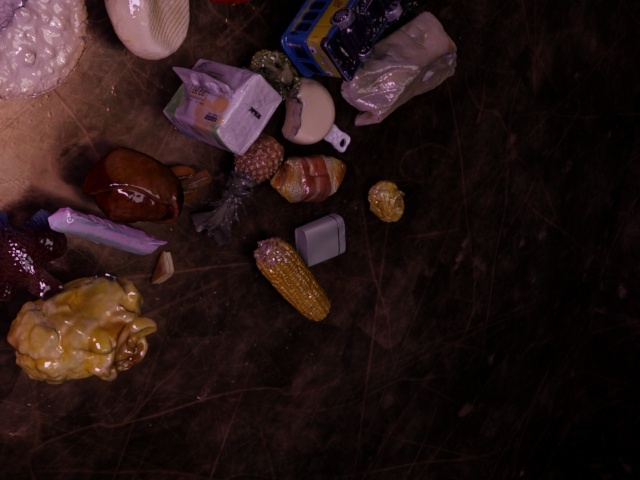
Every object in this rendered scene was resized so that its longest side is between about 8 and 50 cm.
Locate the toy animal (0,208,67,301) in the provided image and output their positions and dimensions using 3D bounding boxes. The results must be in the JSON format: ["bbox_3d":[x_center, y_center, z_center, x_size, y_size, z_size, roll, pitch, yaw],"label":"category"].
[{"bbox_3d":[-0.579,0.037,1.481,0.218,0.179,0.116,-42,157,-23],"label":"toy animal"}]

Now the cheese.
[{"bbox_3d":[-0.001,-0.315,1.929,0.249,0.071,0.163,4,105,-43],"label":"cheese"}]

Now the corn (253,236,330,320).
[{"bbox_3d":[-0.073,0.102,2.019,0.115,0.115,0.317,-49,134,-15],"label":"corn"}]

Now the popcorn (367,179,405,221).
[{"bbox_3d":[0.192,-0.114,2.167,0.120,0.116,0.106,50,56,1],"label":"popcorn"}]

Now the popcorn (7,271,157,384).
[{"bbox_3d":[-0.484,0.182,1.578,0.286,0.252,0.215,-36,132,-39],"label":"popcorn"}]

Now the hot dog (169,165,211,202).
[{"bbox_3d":[-0.315,-0.123,1.734,0.140,0.060,0.089,-15,121,-40],"label":"hot dog"}]

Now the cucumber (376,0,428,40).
[{"bbox_3d":[0.169,-0.575,1.972,0.303,0.072,0.081,-41,131,-22],"label":"cucumber"}]

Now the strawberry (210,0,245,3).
[{"bbox_3d":[-0.154,-0.614,1.543,0.258,0.261,0.261,-14,117,-33],"label":"strawberry"}]

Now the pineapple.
[{"bbox_3d":[-0.197,-0.125,1.810,0.277,0.130,0.119,-60,164,-8],"label":"pineapple"}]

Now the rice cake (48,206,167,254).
[{"bbox_3d":[-0.438,-0.021,1.611,0.290,0.081,0.051,23,56,-59],"label":"rice cake"}]

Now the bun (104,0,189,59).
[{"bbox_3d":[-0.353,-0.470,1.516,0.222,0.128,0.222,3,90,-69],"label":"bun"}]

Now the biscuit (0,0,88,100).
[{"bbox_3d":[-0.519,-0.382,1.419,0.179,0.084,0.281,32,84,-45],"label":"biscuit"}]

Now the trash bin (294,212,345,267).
[{"bbox_3d":[0.000,0.000,2.074,0.130,0.059,0.116,-23,121,-32],"label":"trash bin"}]

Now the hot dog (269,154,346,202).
[{"bbox_3d":[-0.041,-0.155,1.939,0.262,0.093,0.123,-5,79,-45],"label":"hot dog"}]

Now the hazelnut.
[{"bbox_3d":[-0.381,-0.102,1.598,0.202,0.170,0.160,37,82,-17],"label":"hazelnut"}]

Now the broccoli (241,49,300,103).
[{"bbox_3d":[-0.109,-0.377,1.770,0.130,0.120,0.131,-37,120,-28],"label":"broccoli"}]

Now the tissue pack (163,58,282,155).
[{"bbox_3d":[-0.226,-0.299,1.620,0.159,0.229,0.145,-56,133,-8],"label":"tissue pack"}]

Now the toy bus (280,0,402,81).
[{"bbox_3d":[0.056,-0.521,1.800,0.287,0.175,0.138,-59,137,-16],"label":"toy bus"}]

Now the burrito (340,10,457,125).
[{"bbox_3d":[0.210,-0.440,2.031,0.332,0.135,0.190,-38,137,-20],"label":"burrito"}]

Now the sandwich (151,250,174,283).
[{"bbox_3d":[-0.362,0.069,1.786,0.031,0.044,0.083,9,103,-49],"label":"sandwich"}]
